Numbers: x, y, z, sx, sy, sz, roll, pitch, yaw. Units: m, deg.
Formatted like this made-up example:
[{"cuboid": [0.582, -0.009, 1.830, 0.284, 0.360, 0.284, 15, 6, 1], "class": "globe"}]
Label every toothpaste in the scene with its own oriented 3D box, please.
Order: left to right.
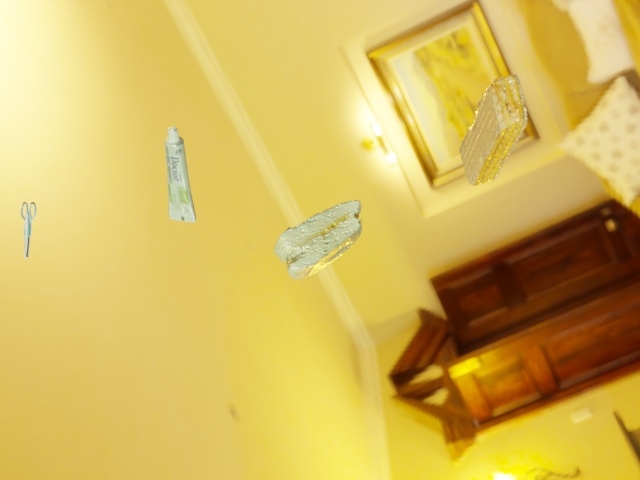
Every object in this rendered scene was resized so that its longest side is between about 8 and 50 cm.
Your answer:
[{"cuboid": [-0.232, -0.104, 1.651, 0.029, 0.048, 0.197, -73, -12, -46], "class": "toothpaste"}]

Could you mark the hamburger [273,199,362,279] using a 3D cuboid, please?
[{"cuboid": [0.002, 0.003, 1.219, 0.054, 0.121, 0.084, 51, 164, 16], "class": "hamburger"}]

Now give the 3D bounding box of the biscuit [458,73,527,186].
[{"cuboid": [0.309, -0.189, 1.823, 0.378, 0.054, 0.094, 89, 169, -77], "class": "biscuit"}]

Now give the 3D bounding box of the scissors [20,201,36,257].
[{"cuboid": [-0.614, -0.022, 2.122, 0.014, 0.058, 0.119, 3, -90, -47], "class": "scissors"}]
